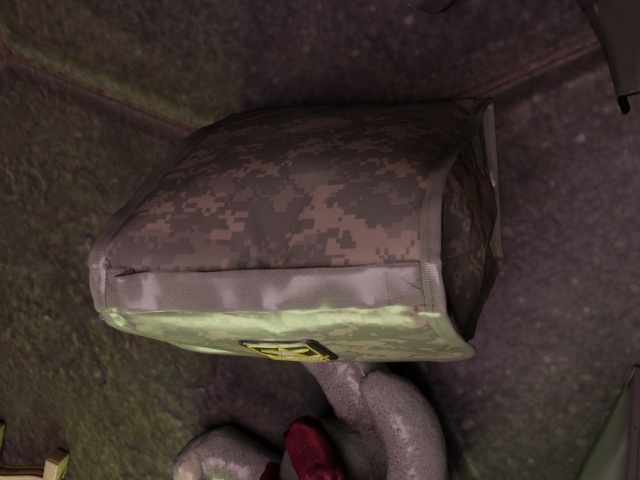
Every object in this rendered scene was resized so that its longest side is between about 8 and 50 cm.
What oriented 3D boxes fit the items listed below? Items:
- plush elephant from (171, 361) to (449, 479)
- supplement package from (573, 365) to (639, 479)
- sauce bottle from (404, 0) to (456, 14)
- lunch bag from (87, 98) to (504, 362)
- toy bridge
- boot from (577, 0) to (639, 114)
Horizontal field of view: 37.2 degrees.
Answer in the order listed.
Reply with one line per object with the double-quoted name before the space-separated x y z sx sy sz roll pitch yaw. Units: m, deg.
"plush elephant" 0.002 0.257 0.793 0.330 0.255 0.272 43 117 1
"supplement package" 0.253 0.272 0.738 0.145 0.204 0.262 25 115 11
"sauce bottle" 0.164 -0.269 0.591 0.111 0.111 0.344 47 136 -1
"lunch bag" 0.000 0.000 0.686 0.235 0.287 0.169 -1 108 19
"toy bridge" -0.360 0.227 1.038 0.188 0.026 0.063 22 117 11
"boot" 0.269 -0.179 0.631 0.198 0.077 0.137 -20 86 37
